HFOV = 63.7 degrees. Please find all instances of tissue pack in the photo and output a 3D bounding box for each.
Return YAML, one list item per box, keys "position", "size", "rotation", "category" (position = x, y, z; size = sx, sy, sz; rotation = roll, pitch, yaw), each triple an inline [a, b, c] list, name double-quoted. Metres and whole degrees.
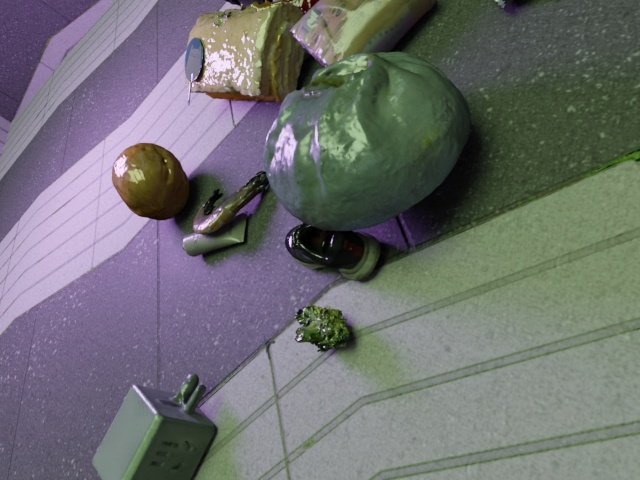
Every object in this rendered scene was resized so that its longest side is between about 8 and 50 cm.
- position: [0.083, -0.477, 1.098]
  size: [0.257, 0.123, 0.215]
  rotation: [-48, 61, 13]
  category: "tissue pack"

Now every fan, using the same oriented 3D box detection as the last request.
- position: [-0.339, -0.443, 1.358]
  size: [0.113, 0.005, 0.175]
  rotation: [28, 113, 49]
  category: "fan"

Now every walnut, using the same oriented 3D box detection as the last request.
- position: [-0.449, -0.154, 1.368]
  size: [0.195, 0.195, 0.222]
  rotation: [-45, 54, 14]
  category: "walnut"

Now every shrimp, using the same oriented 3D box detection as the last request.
- position: [-0.210, -0.094, 1.209]
  size: [0.219, 0.046, 0.152]
  rotation: [-39, 29, -1]
  category: "shrimp"

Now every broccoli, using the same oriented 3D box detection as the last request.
- position: [-0.003, 0.144, 0.857]
  size: [0.095, 0.092, 0.097]
  rotation: [-44, 56, 44]
  category: "broccoli"

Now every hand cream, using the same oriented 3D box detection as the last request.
- position: [-0.249, -0.008, 1.208]
  size: [0.186, 0.054, 0.087]
  rotation: [-18, 50, 26]
  category: "hand cream"

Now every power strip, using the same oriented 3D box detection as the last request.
- position: [-0.298, 0.356, 0.968]
  size: [0.139, 0.140, 0.224]
  rotation: [20, 81, 49]
  category: "power strip"

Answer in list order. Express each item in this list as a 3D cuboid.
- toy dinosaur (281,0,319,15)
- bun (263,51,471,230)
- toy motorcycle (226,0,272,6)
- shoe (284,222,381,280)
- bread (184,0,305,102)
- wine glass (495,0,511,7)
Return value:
- position: [0.002, -0.580, 1.290]
  size: [0.327, 0.113, 0.207]
  rotation: [-22, 78, 46]
  category: "toy dinosaur"
- position: [0.061, -0.180, 0.854]
  size: [0.361, 0.211, 0.362]
  rotation: [-26, 29, 16]
  category: "bun"
- position: [-0.151, -0.697, 1.470]
  size: [0.270, 0.159, 0.106]
  rotation: [3, 78, 27]
  category: "toy motorcycle"
- position: [0.000, 0.000, 0.920]
  size: [0.227, 0.112, 0.099]
  rotation: [16, 79, 45]
  category: "shoe"
- position: [-0.202, -0.483, 1.328]
  size: [0.375, 0.165, 0.237]
  rotation: [21, 104, 46]
  category: "bread"
- position: [0.379, -0.506, 0.870]
  size: [0.222, 0.103, 0.103]
  rotation: [-39, 45, 20]
  category: "wine glass"
